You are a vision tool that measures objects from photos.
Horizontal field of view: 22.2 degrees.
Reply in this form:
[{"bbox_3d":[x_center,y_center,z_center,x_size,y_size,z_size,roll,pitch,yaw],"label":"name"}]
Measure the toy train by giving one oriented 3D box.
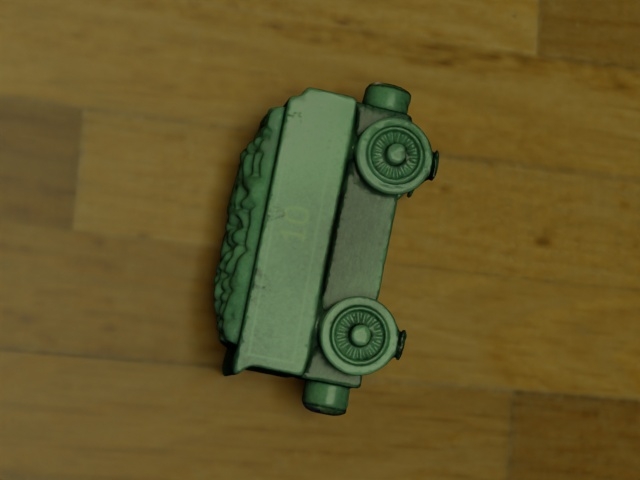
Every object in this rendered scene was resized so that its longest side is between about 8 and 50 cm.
[{"bbox_3d":[0.000,0.000,0.828,0.099,0.070,0.172,12,82,-8],"label":"toy train"}]
